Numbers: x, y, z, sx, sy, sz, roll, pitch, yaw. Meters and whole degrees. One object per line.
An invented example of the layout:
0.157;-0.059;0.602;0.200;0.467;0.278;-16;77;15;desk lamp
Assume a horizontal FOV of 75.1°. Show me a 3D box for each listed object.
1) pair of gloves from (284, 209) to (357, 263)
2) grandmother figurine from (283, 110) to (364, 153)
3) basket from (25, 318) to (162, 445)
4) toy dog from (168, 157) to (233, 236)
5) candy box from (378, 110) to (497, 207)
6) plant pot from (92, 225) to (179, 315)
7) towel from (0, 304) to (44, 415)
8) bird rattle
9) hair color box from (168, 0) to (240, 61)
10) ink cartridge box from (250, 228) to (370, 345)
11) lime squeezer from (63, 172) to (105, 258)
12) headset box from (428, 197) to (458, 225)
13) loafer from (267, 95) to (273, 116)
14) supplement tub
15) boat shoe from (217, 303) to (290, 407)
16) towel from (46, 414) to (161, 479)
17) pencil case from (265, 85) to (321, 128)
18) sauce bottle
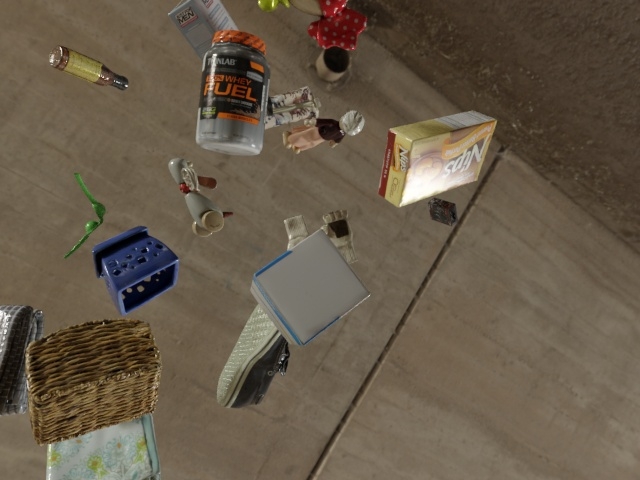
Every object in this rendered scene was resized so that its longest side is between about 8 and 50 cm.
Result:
0.000;0.000;1.467;0.241;0.203;0.042;-8;170;-7;pair of gloves
0.013;-0.433;1.646;0.343;0.103;0.208;-8;173;33;grandmother figurine
-0.602;0.358;1.110;0.300;0.222;0.213;-7;-138;-36;basket
-0.459;-0.175;1.660;0.220;0.161;0.333;19;129;43;toy dog
0.305;-0.218;1.088;0.087;0.317;0.182;42;140;38;candy box
-0.676;0.097;1.508;0.212;0.236;0.236;47;144;11;plant pot
-0.879;0.309;1.072;0.236;0.283;0.121;-2;156;-1;towel
-0.005;-0.502;0.810;0.254;0.206;0.143;20;-154;-19;bird rattle
-0.365;-0.718;1.542;0.114;0.185;0.374;-16;133;25;hair color box
-0.036;0.111;0.905;0.168;0.171;0.232;53;163;5;ink cartridge box
-0.814;-0.073;1.453;0.110;0.309;0.059;2;-160;-44;lime squeezer
0.353;-0.081;1.188;0.083;0.032;0.062;30;149;48;headset box
-0.261;-0.638;1.876;0.169;0.062;0.062;71;163;-8;loafer
-0.266;-0.445;1.289;0.208;0.337;0.207;6;-178;0;supplement tub
-0.169;0.347;1.322;0.156;0.499;0.186;20;-156;-23;boat shoe
-0.707;0.679;1.356;0.374;0.321;0.090;-125;30;-44;towel
-0.212;-0.626;2.011;0.183;0.411;0.159;-115;12;-60;pencil case
-0.402;-0.298;0.734;0.042;0.042;0.128;29;-169;23;sauce bottle
